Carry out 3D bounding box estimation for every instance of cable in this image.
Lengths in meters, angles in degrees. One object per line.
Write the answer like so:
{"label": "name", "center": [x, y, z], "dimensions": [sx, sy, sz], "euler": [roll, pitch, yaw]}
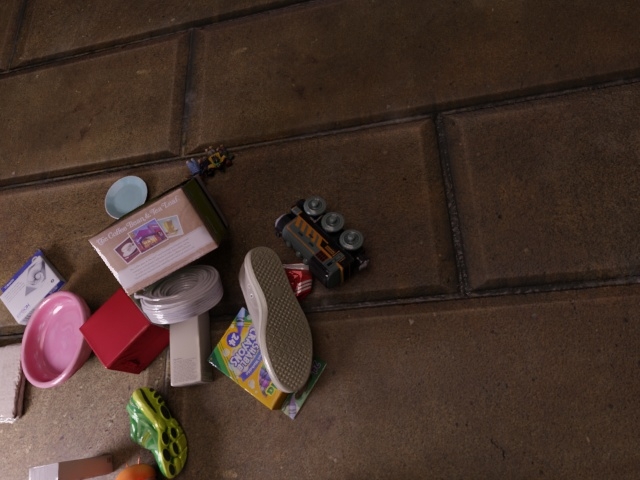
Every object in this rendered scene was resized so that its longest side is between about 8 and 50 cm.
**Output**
{"label": "cable", "center": [-0.438, 0.171, 1.490], "dimensions": [0.257, 0.089, 0.257], "euler": [-28, 27, -29]}

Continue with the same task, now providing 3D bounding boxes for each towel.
{"label": "towel", "center": [-1.154, 0.518, 1.692], "dimensions": [0.187, 0.049, 0.282], "euler": [-9, 67, 10]}

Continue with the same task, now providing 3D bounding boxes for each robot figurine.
{"label": "robot figurine", "center": [-0.543, 0.771, 1.395], "dimensions": [0.128, 0.158, 0.219], "euler": [-15, 66, -10]}

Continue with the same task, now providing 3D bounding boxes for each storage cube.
{"label": "storage cube", "center": [-0.633, 0.305, 1.560], "dimensions": [0.215, 0.183, 0.193], "euler": [40, 83, 24]}

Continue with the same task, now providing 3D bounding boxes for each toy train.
{"label": "toy train", "center": [0.000, 0.000, 1.513], "dimensions": [0.190, 0.142, 0.334], "euler": [-37, 64, -20]}

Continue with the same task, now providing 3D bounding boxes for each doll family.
{"label": "doll family", "center": [-0.424, -0.289, 1.788], "dimensions": [0.193, 0.076, 0.111], "euler": [-33, 70, 6]}

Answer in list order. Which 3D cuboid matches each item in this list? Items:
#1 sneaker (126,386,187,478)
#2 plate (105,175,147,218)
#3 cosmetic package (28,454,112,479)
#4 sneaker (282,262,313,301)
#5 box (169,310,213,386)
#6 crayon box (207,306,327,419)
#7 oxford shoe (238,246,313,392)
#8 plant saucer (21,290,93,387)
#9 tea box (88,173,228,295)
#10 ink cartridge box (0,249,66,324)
{"label": "sneaker", "center": [-0.521, 0.610, 1.477], "dimensions": [0.123, 0.109, 0.295], "euler": [-45, 66, 21]}
{"label": "plate", "center": [-0.767, -0.168, 1.856], "dimensions": [0.188, 0.024, 0.188], "euler": [-5, 69, 12]}
{"label": "cosmetic package", "center": [-0.747, 0.698, 1.414], "dimensions": [0.099, 0.239, 0.060], "euler": [-13, 68, 10]}
{"label": "sneaker", "center": [-0.133, 0.143, 1.544], "dimensions": [0.221, 0.087, 0.128], "euler": [-5, 68, 14]}
{"label": "box", "center": [-0.429, 0.336, 1.544], "dimensions": [0.113, 0.094, 0.275], "euler": [-11, 68, 10]}
{"label": "crayon box", "center": [-0.168, 0.380, 1.467], "dimensions": [0.323, 0.083, 0.203], "euler": [29, 80, 22]}
{"label": "oxford shoe", "center": [-0.142, 0.237, 1.415], "dimensions": [0.130, 0.169, 0.449], "euler": [-44, 58, 46]}
{"label": "plant saucer", "center": [-0.910, 0.345, 1.643], "dimensions": [0.332, 0.084, 0.332], "euler": [-9, 69, 26]}
{"label": "tea box", "center": [-0.512, -0.033, 1.548], "dimensions": [0.329, 0.323, 0.220], "euler": [-28, 105, 4]}
{"label": "ink cartridge box", "center": [-1.130, 0.172, 1.812], "dimensions": [0.224, 0.045, 0.223], "euler": [38, 83, 24]}
